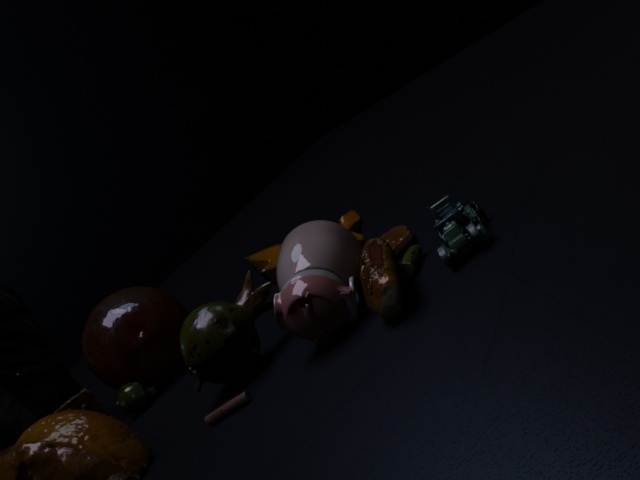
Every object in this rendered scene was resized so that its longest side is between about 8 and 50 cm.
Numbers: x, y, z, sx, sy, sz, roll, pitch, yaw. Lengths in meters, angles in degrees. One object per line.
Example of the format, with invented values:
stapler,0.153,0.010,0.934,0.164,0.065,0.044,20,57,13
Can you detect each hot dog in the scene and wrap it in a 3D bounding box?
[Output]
hot dog,0.092,0.055,1.490,0.061,0.088,0.286,-11,7,3

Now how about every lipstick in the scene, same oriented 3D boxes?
lipstick,-0.150,0.273,1.574,0.094,0.019,0.019,-36,10,25

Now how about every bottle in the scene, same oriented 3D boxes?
bottle,-0.005,0.077,1.576,0.147,0.147,0.236,-36,18,19

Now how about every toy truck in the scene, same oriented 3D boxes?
toy truck,0.199,-0.024,1.433,0.080,0.078,0.154,-39,10,15

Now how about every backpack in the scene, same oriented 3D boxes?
backpack,-0.704,0.319,2.161,0.255,0.446,0.363,-46,-7,16

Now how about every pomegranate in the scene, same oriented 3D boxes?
pomegranate,-0.150,0.163,1.713,0.220,0.156,0.156,-31,9,-8
pomegranate,-0.397,0.339,2.083,0.073,0.073,0.084,-35,-26,27

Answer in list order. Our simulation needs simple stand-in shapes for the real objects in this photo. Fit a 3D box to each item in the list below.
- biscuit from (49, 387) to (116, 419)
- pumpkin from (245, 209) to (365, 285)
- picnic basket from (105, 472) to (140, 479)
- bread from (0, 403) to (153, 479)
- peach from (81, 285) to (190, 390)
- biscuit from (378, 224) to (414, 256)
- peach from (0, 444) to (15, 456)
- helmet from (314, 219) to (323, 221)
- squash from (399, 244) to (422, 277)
biscuit,-0.534,0.421,2.016,0.231,0.131,0.025,-39,13,-4
pumpkin,-0.007,0.062,1.818,0.254,0.130,0.149,-25,-39,-30
picnic basket,-0.315,0.392,1.496,0.083,0.072,0.072,-11,28,45
bread,-0.460,0.401,1.683,0.340,0.179,0.194,-33,11,32
peach,-0.411,0.218,2.176,0.252,0.252,0.252,-38,10,8
biscuit,0.114,0.018,1.715,0.118,0.023,0.140,-39,10,7
peach,-0.572,0.466,1.920,0.152,0.152,0.152,-38,10,8
helmet,0.000,0.002,2.139,0.065,0.049,0.084,6,67,32
squash,0.144,0.030,1.539,0.027,0.027,0.083,-35,10,27
